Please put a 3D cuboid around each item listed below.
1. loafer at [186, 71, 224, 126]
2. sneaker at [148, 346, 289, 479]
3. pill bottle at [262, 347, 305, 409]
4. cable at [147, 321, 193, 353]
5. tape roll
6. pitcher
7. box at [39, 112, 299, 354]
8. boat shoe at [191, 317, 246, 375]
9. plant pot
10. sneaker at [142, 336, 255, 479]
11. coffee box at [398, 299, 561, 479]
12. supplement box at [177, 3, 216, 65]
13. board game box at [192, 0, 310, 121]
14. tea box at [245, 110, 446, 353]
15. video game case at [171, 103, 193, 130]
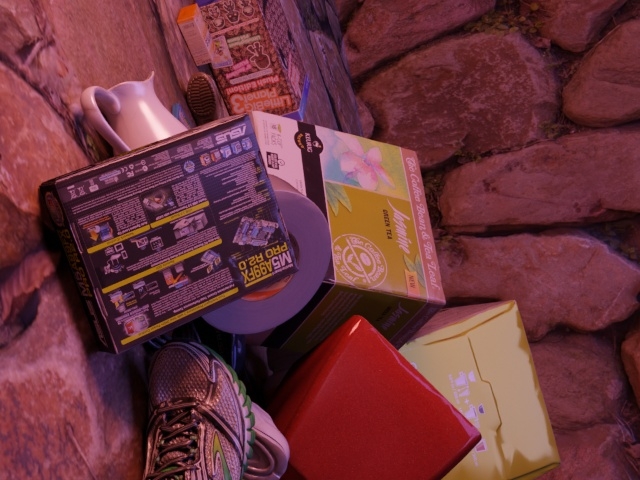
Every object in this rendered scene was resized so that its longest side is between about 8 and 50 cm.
[{"bbox_3d":[-0.205,-0.238,1.906,0.050,0.056,0.148,-86,167,-61],"label":"loafer"},{"bbox_3d":[-0.136,0.228,1.413,0.235,0.090,0.095,47,15,-6],"label":"sneaker"},{"bbox_3d":[-0.027,0.298,1.830,0.136,0.136,0.246,50,27,-64],"label":"pill bottle"},{"bbox_3d":[-0.225,0.075,1.435,0.150,0.047,0.184,-99,167,-55],"label":"cable"},{"bbox_3d":[-0.096,0.018,1.455,0.072,0.219,0.219,40,-21,51],"label":"tape roll"},{"bbox_3d":[-0.241,-0.121,1.434,0.207,0.125,0.178,64,23,-2],"label":"pitcher"},{"bbox_3d":[-0.177,-0.013,1.281,0.060,0.270,0.216,1,-68,57],"label":"box"},{"bbox_3d":[-0.156,0.088,1.558,0.089,0.109,0.258,-100,170,-80],"label":"boat shoe"},{"bbox_3d":[0.031,0.319,1.603,0.267,0.267,0.236,45,56,0],"label":"plant pot"},{"bbox_3d":[-0.153,0.278,1.265,0.146,0.134,0.344,48,29,-64],"label":"sneaker"},{"bbox_3d":[0.201,0.332,2.043,0.334,0.338,0.338,-16,-90,56],"label":"coffee box"},{"bbox_3d":[-0.234,-0.390,1.997,0.062,0.036,0.098,-89,160,-53],"label":"supplement box"},{"bbox_3d":[-0.141,-0.397,2.190,0.232,0.141,0.291,-84,156,-61],"label":"board game box"},{"bbox_3d":[0.000,0.000,1.766,0.323,0.220,0.329,12,51,-25],"label":"tea box"},{"bbox_3d":[-0.223,-0.135,1.770,0.166,0.015,0.119,-94,163,-44],"label":"video game case"}]
